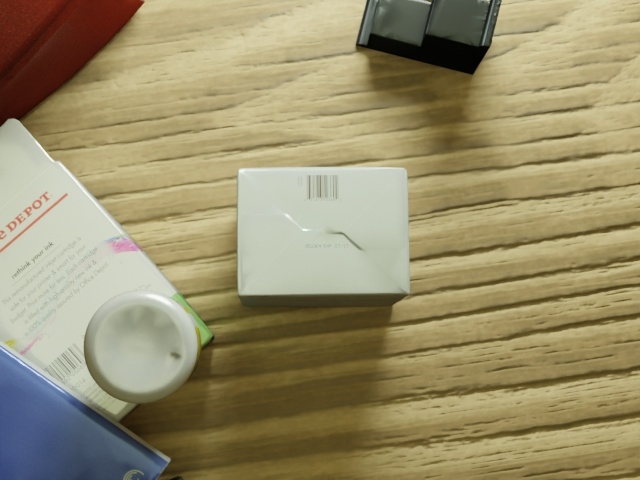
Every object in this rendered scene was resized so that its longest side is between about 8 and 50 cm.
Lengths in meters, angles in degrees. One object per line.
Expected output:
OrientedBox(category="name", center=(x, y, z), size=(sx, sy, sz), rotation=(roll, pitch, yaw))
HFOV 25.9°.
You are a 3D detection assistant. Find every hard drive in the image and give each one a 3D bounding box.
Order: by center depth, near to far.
OrientedBox(category="hard drive", center=(-0.361, 0.245, 1.583), size=(0.319, 0.040, 0.210), rotation=(35, 91, -1))

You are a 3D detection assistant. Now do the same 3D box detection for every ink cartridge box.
OrientedBox(category="ink cartridge box", center=(-0.317, 0.050, 1.674), size=(0.207, 0.119, 0.353), rotation=(-41, 88, -4))

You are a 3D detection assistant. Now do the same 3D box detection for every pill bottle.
OrientedBox(category="pill bottle", center=(-0.188, 0.114, 1.506), size=(0.117, 0.215, 0.117), rotation=(0, 86, -3))

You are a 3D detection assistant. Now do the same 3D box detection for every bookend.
OrientedBox(category="bookend", center=(0.130, -0.270, 1.698), size=(0.157, 0.156, 0.072), rotation=(14, 85, 1))

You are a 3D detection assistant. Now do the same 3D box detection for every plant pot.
OrientedBox(category="plant pot", center=(-0.405, -0.275, 1.648), size=(0.267, 0.267, 0.235), rotation=(35, 97, 2))

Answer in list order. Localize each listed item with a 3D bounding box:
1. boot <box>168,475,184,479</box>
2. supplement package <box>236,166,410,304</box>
OrientedBox(category="boot", center=(-0.192, 0.434, 1.662), size=(0.263, 0.091, 0.229), rotation=(-34, 94, 3))
OrientedBox(category="supplement package", center=(0.000, 0.000, 1.646), size=(0.194, 0.203, 0.149), rotation=(0, 84, -2))
